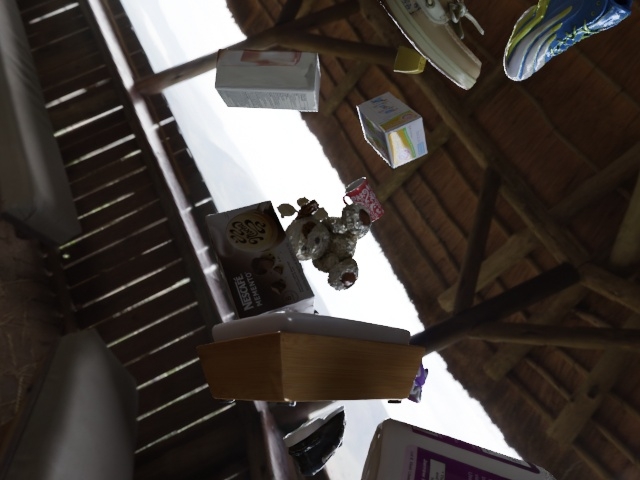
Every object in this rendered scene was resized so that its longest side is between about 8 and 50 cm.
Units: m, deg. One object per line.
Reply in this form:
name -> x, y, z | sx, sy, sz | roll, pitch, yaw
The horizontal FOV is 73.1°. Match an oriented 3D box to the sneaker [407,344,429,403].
sneaker -> 0.195, 0.290, 1.067 | 0.095, 0.104, 0.236 | 1, -48, 56

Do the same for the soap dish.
soap dish -> -0.013, 0.193, 0.675 | 0.229, 0.291, 0.118 | -21, -118, 45

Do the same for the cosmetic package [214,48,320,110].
cosmetic package -> -0.153, -0.484, 1.310 | 0.153, 0.296, 0.129 | 73, 22, -83

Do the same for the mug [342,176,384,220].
mug -> 0.188, -0.173, 1.882 | 0.169, 0.113, 0.150 | 52, -17, -17

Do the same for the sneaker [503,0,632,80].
sneaker -> 0.395, -0.349, 0.682 | 0.126, 0.091, 0.240 | -103, -151, -43

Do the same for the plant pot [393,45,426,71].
plant pot -> 0.313, -0.613, 1.480 | 0.083, 0.081, 0.081 | 26, -64, 29

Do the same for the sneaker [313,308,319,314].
sneaker -> -0.115, 0.243, 1.148 | 0.097, 0.276, 0.135 | 68, 19, -6

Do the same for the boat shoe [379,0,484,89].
boat shoe -> 0.123, -0.322, 0.549 | 0.285, 0.089, 0.104 | 51, 25, -4

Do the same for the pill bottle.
pill bottle -> 0.204, 0.355, 0.551 | 0.169, 0.302, 0.169 | 16, 90, -83

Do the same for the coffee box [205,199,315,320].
coffee box -> -0.144, 0.065, 1.004 | 0.118, 0.168, 0.297 | 96, -27, -52

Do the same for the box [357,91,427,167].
box -> 0.191, -0.301, 1.166 | 0.203, 0.103, 0.114 | -116, -177, -51

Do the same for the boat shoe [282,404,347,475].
boat shoe -> 0.003, 0.453, 0.993 | 0.091, 0.114, 0.302 | 62, 15, 18

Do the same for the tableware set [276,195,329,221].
tableware set -> -0.060, -0.095, 1.493 | 0.141, 0.169, 0.020 | 45, -37, 21

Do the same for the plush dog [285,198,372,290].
plush dog -> 0.000, 0.000, 1.292 | 0.211, 0.226, 0.262 | -168, -87, -70
